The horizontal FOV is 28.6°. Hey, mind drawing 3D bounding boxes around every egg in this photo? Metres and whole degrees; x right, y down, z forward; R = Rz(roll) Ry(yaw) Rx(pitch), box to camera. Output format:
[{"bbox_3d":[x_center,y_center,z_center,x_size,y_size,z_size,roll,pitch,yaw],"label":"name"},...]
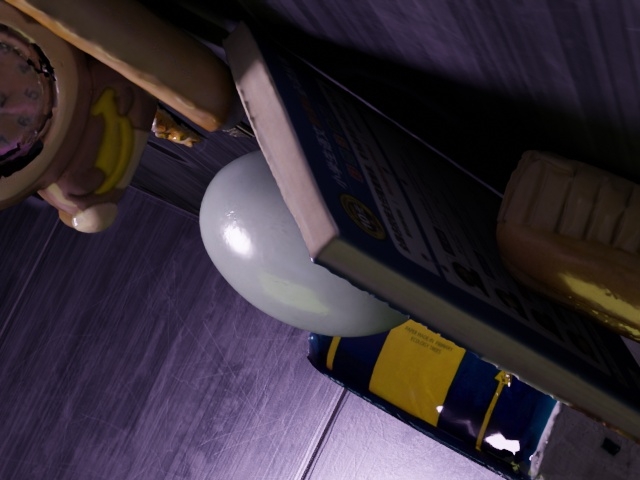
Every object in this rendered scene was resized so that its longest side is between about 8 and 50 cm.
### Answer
[{"bbox_3d":[0.000,0.000,1.419,0.282,0.203,0.203,20,174,3],"label":"egg"}]

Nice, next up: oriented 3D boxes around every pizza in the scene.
[{"bbox_3d":[-0.252,-0.175,1.813,0.176,0.036,0.184,30,174,-38],"label":"pizza"}]

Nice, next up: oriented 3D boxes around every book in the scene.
[{"bbox_3d":[0.113,0.000,1.051,0.428,0.039,0.300,30,-156,-35],"label":"book"}]

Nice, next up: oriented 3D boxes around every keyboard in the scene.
[{"bbox_3d":[-0.138,-0.158,1.543,0.129,0.015,0.049,31,173,-41],"label":"keyboard"}]

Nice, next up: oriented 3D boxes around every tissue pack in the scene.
[{"bbox_3d":[0.221,0.158,1.627,0.416,0.253,0.264,21,172,46],"label":"tissue pack"}]

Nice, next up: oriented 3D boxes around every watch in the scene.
[{"bbox_3d":[-0.370,-0.174,1.326,0.335,0.314,0.327,16,-168,-29],"label":"watch"}]

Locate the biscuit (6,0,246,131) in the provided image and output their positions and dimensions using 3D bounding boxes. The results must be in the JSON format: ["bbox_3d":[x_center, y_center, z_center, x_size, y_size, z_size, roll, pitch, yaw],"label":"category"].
[{"bbox_3d":[-0.203,-0.198,1.036,0.290,0.062,0.237,30,-174,-32],"label":"biscuit"}]

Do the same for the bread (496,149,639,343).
[{"bbox_3d":[0.248,0.021,0.979,0.236,0.106,0.140,25,177,17],"label":"bread"}]
